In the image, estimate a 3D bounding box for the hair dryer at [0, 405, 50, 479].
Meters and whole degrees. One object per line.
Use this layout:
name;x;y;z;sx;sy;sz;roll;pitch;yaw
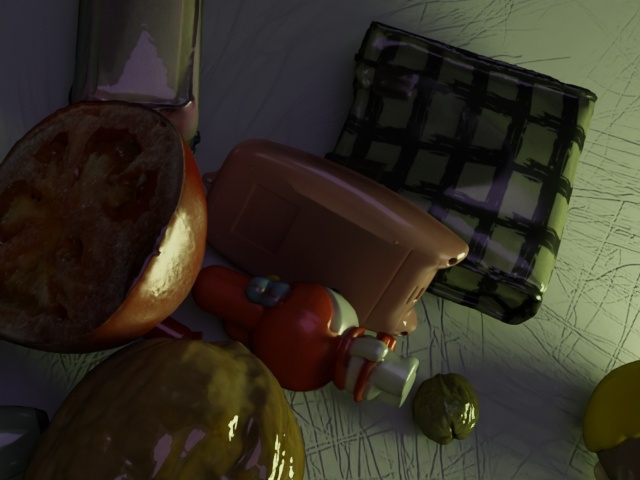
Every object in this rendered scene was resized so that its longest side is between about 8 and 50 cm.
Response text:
hair dryer;-0.457;0.183;1.651;0.229;0.092;0.267;-29;71;-18

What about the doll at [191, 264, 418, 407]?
doll;-0.023;0.116;1.758;0.290;0.161;0.130;25;67;10

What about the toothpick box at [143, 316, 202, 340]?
toothpick box;-0.187;0.113;1.765;0.083;0.047;0.047;31;67;-9

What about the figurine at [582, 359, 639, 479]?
figurine;0.457;0.321;1.861;0.215;0.187;0.344;-5;83;-8

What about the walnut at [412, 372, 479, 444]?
walnut;0.159;0.213;1.837;0.092;0.092;0.092;5;73;-17

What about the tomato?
tomato;-0.252;0.001;1.656;0.143;0.338;0.338;41;58;-49

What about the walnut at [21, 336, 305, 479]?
walnut;-0.165;0.263;1.597;0.306;0.306;0.344;26;71;-10

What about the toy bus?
toy bus;-0.217;-0.307;1.816;0.171;0.162;0.386;6;72;-16

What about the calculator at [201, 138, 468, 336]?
calculator;0.000;0.000;1.775;0.329;0.220;0.048;27;42;-3

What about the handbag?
handbag;0.167;-0.093;1.888;0.327;0.162;0.325;21;67;-6
